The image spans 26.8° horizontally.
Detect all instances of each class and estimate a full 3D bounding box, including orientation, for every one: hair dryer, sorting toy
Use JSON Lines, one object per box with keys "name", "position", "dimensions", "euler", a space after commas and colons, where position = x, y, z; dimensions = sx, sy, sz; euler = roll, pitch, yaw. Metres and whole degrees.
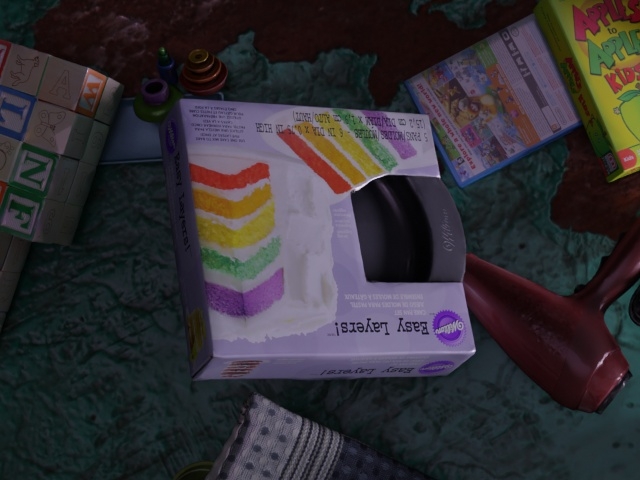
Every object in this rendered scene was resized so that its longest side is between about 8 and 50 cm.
{"name": "hair dryer", "position": [0.264, 0.051, 1.249], "dimensions": [0.293, 0.080, 0.224], "euler": [1, 69, 3]}
{"name": "sorting toy", "position": [-0.142, -0.160, 1.314], "dimensions": [0.102, 0.042, 0.061], "euler": [-29, 50, -15]}

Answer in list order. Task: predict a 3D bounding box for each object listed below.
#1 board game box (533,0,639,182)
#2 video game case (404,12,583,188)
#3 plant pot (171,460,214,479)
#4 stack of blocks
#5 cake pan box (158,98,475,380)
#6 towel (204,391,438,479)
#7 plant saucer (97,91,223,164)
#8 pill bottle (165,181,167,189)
{"name": "board game box", "position": [0.280, -0.156, 1.254], "dimensions": [0.092, 0.043, 0.181], "euler": [-20, 82, -12]}
{"name": "video game case", "position": [0.181, -0.140, 1.293], "dimensions": [0.166, 0.015, 0.119], "euler": [-27, 82, 4]}
{"name": "plant pot", "position": [-0.115, 0.253, 1.265], "dimensions": [0.083, 0.079, 0.083], "euler": [-1, 85, 7]}
{"name": "stack of blocks", "position": [-0.327, -0.044, 1.306], "dimensions": [0.171, 0.087, 0.297], "euler": [19, 90, 15]}
{"name": "cake pan box", "position": [0.000, 0.000, 1.195], "dimensions": [0.267, 0.070, 0.246], "euler": [3, 67, -25]}
{"name": "towel", "position": [-0.002, 0.345, 1.223], "dimensions": [0.312, 0.056, 0.324], "euler": [27, 88, -11]}
{"name": "plant saucer", "position": [-0.188, -0.109, 1.341], "dimensions": [0.192, 0.018, 0.067], "euler": [-3, 84, 7]}
{"name": "pill bottle", "position": [-0.067, 0.002, 1.268], "dimensions": [0.108, 0.108, 0.180], "euler": [-33, 81, 4]}
